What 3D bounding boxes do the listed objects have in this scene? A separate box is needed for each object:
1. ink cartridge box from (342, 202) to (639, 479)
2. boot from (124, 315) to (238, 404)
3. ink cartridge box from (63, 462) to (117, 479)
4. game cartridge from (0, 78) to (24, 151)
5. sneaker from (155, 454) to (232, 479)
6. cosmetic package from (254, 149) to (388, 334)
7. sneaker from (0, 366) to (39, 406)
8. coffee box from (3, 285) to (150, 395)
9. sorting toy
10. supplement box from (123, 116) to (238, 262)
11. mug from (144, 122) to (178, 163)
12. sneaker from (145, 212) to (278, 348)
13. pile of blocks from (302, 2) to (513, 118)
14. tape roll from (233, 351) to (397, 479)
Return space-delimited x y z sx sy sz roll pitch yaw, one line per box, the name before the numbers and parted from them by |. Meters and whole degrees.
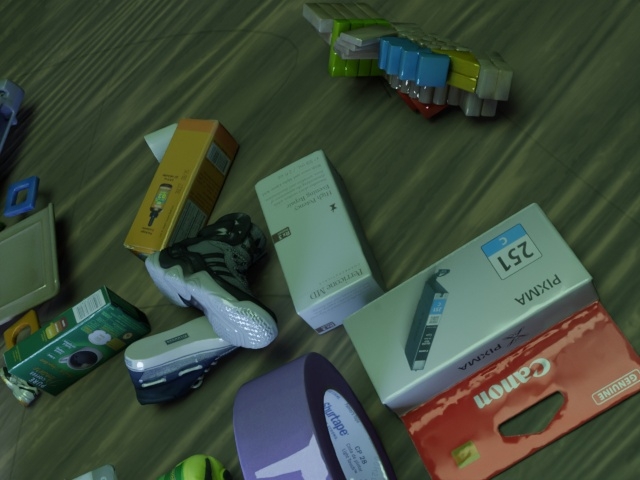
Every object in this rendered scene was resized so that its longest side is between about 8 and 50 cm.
ink cartridge box | 0.209 0.132 1.193 0.296 0.066 0.261 -32 53 6
boot | -0.175 0.164 1.362 0.190 0.086 0.069 -15 32 -14
ink cartridge box | -0.317 0.476 1.210 0.271 0.130 0.309 -26 56 10
game cartridge | -0.666 -0.113 1.728 0.230 0.068 0.355 -7 59 37
sneaker | -0.165 0.418 1.202 0.123 0.109 0.296 -23 52 33
cosmetic package | 0.000 0.000 1.353 0.117 0.085 0.231 -28 54 9
sneaker | -0.458 0.217 1.486 0.037 0.032 0.083 -40 58 -17
coffee box | -0.355 0.148 1.421 0.184 0.113 0.040 -35 55 6
sorting toy | -0.491 0.056 1.578 0.196 0.047 0.348 -28 52 17
supplement box | -0.211 -0.072 1.498 0.078 0.080 0.233 10 66 30
mug | -0.245 -0.163 1.575 0.064 0.062 0.078 -32 61 -3
sneaker | -0.118 0.043 1.343 0.153 0.101 0.268 -41 41 -23
pile of blocks | 0.109 -0.244 1.409 0.149 0.113 0.362 -21 39 -40
tape roll | 0.009 0.266 1.083 0.090 0.275 0.275 -27 55 11
